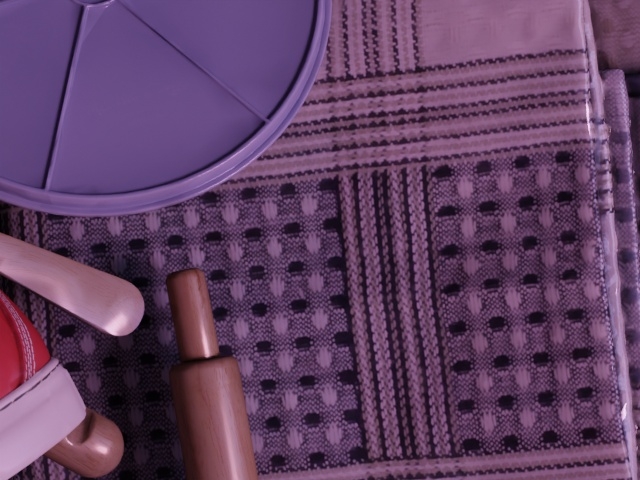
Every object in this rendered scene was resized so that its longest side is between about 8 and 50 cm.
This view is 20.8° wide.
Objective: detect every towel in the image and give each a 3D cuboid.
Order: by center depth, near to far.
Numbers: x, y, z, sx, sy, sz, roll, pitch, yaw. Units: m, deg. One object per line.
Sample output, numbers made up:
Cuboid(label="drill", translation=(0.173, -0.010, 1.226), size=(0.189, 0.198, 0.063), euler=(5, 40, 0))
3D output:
Cuboid(label="towel", translation=(0.016, 0.038, 0.754), size=(0.056, 0.324, 0.312), euler=(22, 64, -81))

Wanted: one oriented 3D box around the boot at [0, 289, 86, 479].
Cuboid(label="boot", translation=(-0.211, 0.050, 0.571), size=(0.244, 0.088, 0.176), euler=(-40, 100, -44))

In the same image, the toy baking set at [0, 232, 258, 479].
Cuboid(label="toy baking set", translation=(-0.114, 0.083, 0.691), size=(0.197, 0.030, 0.256), euler=(-4, 86, -30))

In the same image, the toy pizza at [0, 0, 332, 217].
Cuboid(label="toy pizza", translation=(-0.096, -0.104, 0.728), size=(0.032, 0.201, 0.201), euler=(119, -25, -71))
